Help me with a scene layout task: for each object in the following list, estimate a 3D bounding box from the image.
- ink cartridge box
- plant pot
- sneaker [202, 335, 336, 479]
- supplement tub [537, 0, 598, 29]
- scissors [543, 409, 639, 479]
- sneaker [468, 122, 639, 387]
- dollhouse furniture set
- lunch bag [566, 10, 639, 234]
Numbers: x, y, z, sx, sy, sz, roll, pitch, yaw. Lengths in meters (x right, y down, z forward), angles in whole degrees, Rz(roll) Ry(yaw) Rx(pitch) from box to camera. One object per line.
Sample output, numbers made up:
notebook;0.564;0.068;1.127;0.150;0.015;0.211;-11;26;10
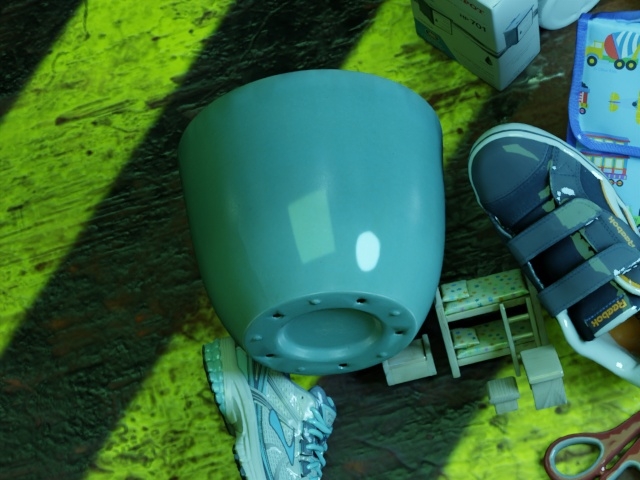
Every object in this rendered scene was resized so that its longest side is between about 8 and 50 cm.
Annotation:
ink cartridge box;0.176;-0.279;1.843;0.139;0.191;0.082;38;79;22
plant pot;0.000;0.000;1.687;0.293;0.293;0.235;-10;58;6
sneaker;-0.035;0.215;1.724;0.122;0.110;0.283;-21;66;-2
supplement tub;0.250;-0.352;1.901;0.117;0.117;0.190;-36;66;-6
scissors;0.370;0.192;1.708;0.297;0.021;0.109;-36;64;-6
sneaker;0.274;0.018;1.651;0.321;0.127;0.126;45;117;-10
dollhouse furniture set;0.152;0.113;1.691;0.181;0.101;0.161;-14;27;4
lunch bag;0.376;-0.129;1.678;0.221;0.293;0.138;8;39;13
